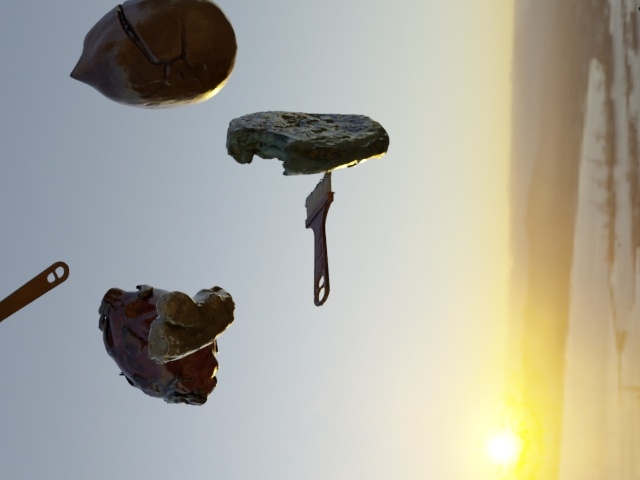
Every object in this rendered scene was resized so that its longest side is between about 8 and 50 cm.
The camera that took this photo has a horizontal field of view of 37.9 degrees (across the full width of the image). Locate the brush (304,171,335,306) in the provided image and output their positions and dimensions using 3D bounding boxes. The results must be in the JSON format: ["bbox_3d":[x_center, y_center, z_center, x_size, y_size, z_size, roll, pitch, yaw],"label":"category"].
[{"bbox_3d":[0.000,0.000,1.663,0.090,0.017,0.314,-51,27,35],"label":"brush"}]

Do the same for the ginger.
[{"bbox_3d":[-0.190,0.127,1.372,0.205,0.081,0.115,0,-85,-66],"label":"ginger"}]

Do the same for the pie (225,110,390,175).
[{"bbox_3d":[-0.022,-0.179,1.649,0.302,0.303,0.066,-56,-29,-67],"label":"pie"}]

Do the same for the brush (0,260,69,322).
[{"bbox_3d":[-0.547,0.117,1.622,0.272,0.013,0.103,-39,-55,-34],"label":"brush"}]

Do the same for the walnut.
[{"bbox_3d":[-0.281,-0.316,1.599,0.203,0.298,0.203,48,151,39],"label":"walnut"}]

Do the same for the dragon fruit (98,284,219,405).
[{"bbox_3d":[-0.360,0.231,2.109,0.250,0.315,0.250,-57,-19,-33],"label":"dragon fruit"}]

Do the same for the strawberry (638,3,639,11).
[{"bbox_3d":[0.593,-0.383,1.432,0.106,0.188,0.286,56,173,-34],"label":"strawberry"}]
